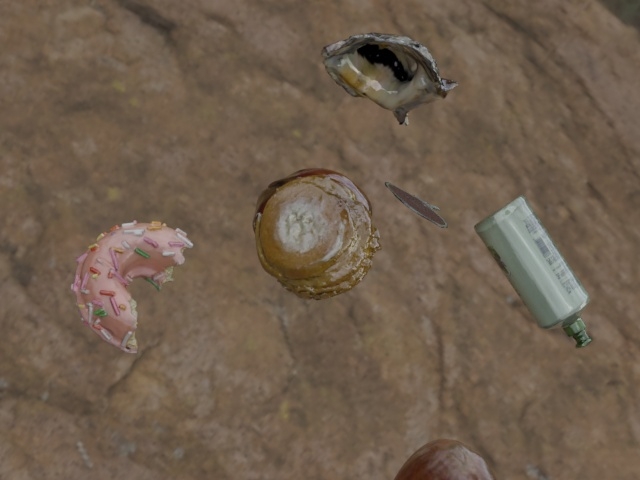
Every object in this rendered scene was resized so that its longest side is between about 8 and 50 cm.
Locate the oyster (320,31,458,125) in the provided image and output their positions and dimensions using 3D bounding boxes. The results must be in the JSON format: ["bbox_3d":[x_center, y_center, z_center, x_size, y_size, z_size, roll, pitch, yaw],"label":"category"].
[{"bbox_3d":[0.105,-0.270,1.765,0.275,0.271,0.100,31,83,-35],"label":"oyster"}]

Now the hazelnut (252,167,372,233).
[{"bbox_3d":[-0.010,-0.047,2.111,0.212,0.181,0.181,-50,117,-31],"label":"hazelnut"}]

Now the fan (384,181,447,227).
[{"bbox_3d":[0.114,-0.038,1.244,0.085,0.005,0.133,39,13,19],"label":"fan"}]

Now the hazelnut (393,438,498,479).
[{"bbox_3d":[0.210,0.422,1.806,0.176,0.214,0.214,-11,61,-45],"label":"hazelnut"}]

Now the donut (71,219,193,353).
[{"bbox_3d":[-0.225,0.037,1.284,0.117,0.065,0.166,25,53,-4],"label":"donut"}]

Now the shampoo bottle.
[{"bbox_3d":[0.320,0.053,1.621,0.234,0.087,0.118,57,18,3],"label":"shampoo bottle"}]

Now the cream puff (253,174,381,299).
[{"bbox_3d":[0.000,0.000,1.380,0.115,0.150,0.165,41,37,-54],"label":"cream puff"}]
